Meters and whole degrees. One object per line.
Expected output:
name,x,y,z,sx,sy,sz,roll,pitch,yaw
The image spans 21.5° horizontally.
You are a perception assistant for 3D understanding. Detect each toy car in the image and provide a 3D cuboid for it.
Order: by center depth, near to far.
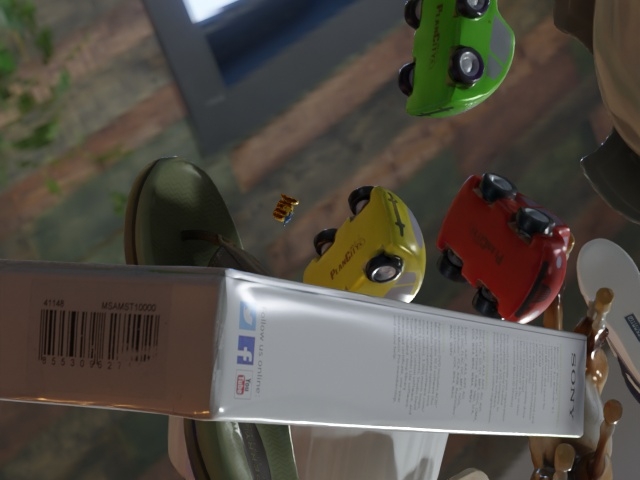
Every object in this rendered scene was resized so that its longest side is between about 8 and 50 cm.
toy car,0.079,-0.056,0.985,0.053,0.225,0.239,13,169,-31
toy car,0.000,0.000,1.878,0.122,0.060,0.040,29,-106,13

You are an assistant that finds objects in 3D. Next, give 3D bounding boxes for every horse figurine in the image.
horse figurine,0.177,0.124,1.151,0.066,0.174,0.263,1,-127,3

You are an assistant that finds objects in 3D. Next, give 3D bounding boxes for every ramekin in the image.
ramekin,-0.010,0.155,1.544,0.277,0.135,0.277,9,-168,-2

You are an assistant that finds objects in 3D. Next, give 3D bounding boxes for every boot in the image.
boot,0.330,0.095,1.839,0.069,0.190,0.086,-18,154,-6

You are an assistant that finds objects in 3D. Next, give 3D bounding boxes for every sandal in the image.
sandal,-0.056,0.073,1.229,0.086,0.303,0.120,-32,157,31

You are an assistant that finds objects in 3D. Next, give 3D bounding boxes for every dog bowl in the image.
dog bowl,0.323,-0.183,1.396,0.102,0.349,0.349,0,-168,-22

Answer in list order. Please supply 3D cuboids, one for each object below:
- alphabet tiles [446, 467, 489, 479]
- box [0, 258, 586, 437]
alphabet tiles,0.098,0.341,1.455,0.284,0.278,0.021,-27,-153,-19
box,-0.048,0.050,0.752,0.232,0.058,0.322,2,173,31
